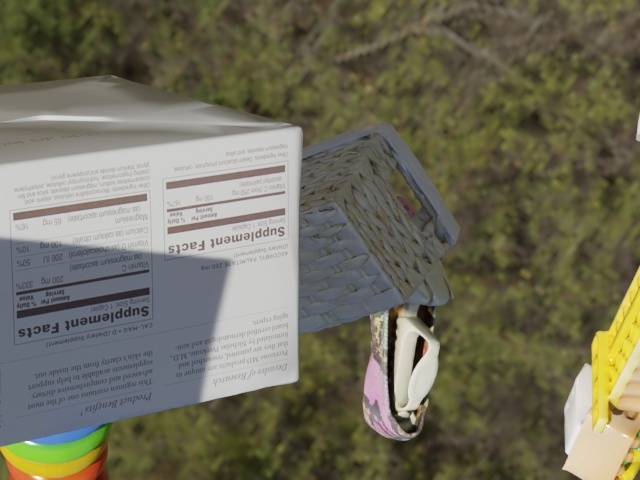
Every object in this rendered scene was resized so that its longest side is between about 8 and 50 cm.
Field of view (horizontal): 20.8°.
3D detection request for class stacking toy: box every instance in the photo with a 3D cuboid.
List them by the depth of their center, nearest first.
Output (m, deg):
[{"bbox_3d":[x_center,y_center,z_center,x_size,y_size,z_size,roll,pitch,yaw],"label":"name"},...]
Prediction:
[{"bbox_3d":[-0.223,0.139,1.464,0.141,0.141,0.330,33,147,18],"label":"stacking toy"}]

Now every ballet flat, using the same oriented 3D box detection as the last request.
[{"bbox_3d":[0.081,0.073,1.561,0.077,0.221,0.079,-2,-170,-34],"label":"ballet flat"}]

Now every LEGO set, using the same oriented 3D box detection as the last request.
[{"bbox_3d":[0.184,-0.003,0.727,0.107,0.287,0.132,8,-161,-3],"label":"LEGO set"}]

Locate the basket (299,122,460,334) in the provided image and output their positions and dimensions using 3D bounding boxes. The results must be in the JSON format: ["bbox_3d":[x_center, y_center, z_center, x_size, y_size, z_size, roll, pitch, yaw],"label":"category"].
[{"bbox_3d":[0.000,0.000,1.317,0.167,0.103,0.113,-18,117,39],"label":"basket"}]

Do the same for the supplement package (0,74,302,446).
[{"bbox_3d":[-0.173,0.007,0.920,0.262,0.145,0.204,-9,-163,-35],"label":"supplement package"}]
